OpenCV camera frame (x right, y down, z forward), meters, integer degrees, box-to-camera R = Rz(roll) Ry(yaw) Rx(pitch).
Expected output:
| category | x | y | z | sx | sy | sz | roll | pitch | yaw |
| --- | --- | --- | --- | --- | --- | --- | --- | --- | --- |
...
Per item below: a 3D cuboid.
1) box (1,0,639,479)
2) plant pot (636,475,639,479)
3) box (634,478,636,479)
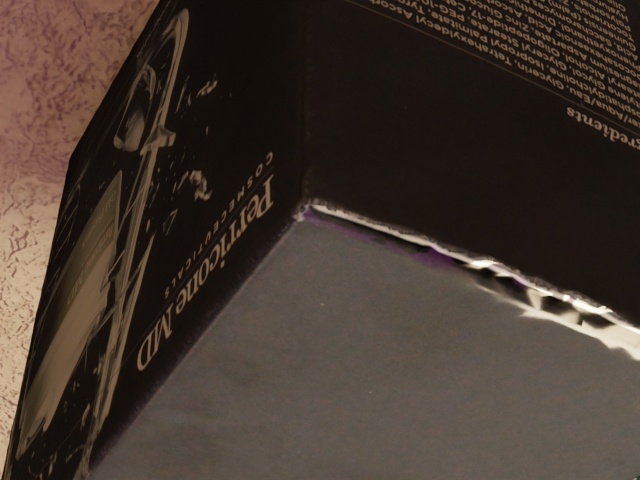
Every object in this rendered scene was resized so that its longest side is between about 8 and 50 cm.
| category | x | y | z | sx | sy | sz | roll | pitch | yaw |
| --- | --- | --- | --- | --- | --- | --- | --- | --- | --- |
| box | 0.000 | 0.000 | 0.906 | 0.297 | 0.472 | 0.480 | 20 | 133 | -22 |
| plant pot | 0.471 | 0.248 | 1.335 | 0.293 | 0.293 | 0.235 | -25 | 117 | 24 |
| box | 0.351 | 0.257 | 1.517 | 0.136 | 0.028 | 0.081 | 32 | 128 | -33 |
